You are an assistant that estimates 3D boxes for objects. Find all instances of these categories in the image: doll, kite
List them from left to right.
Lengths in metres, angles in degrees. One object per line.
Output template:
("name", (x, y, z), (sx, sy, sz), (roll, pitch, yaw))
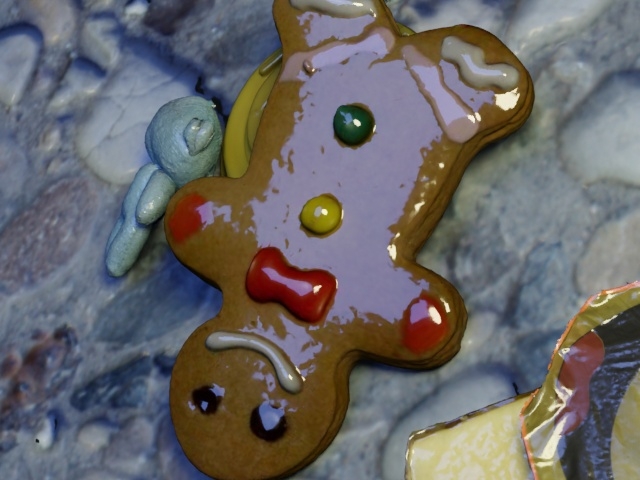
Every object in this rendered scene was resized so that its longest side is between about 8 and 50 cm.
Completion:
("doll", (-0.135, -0.044, 1.721), (0.120, 0.075, 0.180), (-123, 53, -69))
("kite", (0.289, 0.144, 1.282), (0.327, 0.013, 0.377), (25, 72, 28))

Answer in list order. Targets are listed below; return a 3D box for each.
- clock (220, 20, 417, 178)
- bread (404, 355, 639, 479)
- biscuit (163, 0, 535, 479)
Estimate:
("clock", (0.002, -0.101, 1.672), (0.237, 0.057, 0.237), (-14, 59, 25))
("bread", (0.157, 0.211, 1.327), (0.178, 0.135, 0.240), (-4, 58, -14))
("biscuit", (-0.001, 0.000, 1.570), (0.283, 0.064, 0.432), (26, 89, 22))
